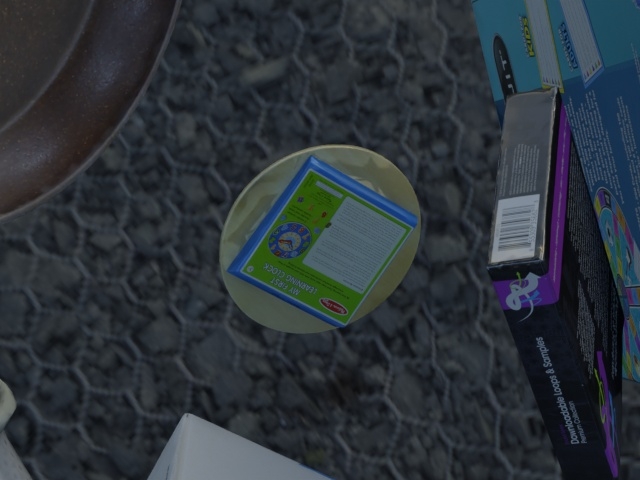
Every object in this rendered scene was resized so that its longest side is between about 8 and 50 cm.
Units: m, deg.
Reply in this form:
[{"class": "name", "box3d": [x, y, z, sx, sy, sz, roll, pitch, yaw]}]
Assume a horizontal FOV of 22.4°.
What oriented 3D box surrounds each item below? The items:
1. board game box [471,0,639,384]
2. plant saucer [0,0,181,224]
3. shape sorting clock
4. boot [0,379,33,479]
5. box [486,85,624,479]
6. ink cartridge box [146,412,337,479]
[{"class": "board game box", "box3d": [0.188, -0.047, 0.928, 0.079, 0.336, 0.254, -14, 93, -7]}, {"class": "plant saucer", "box3d": [-0.103, -0.084, 0.435, 0.029, 0.168, 0.168, 18, 69, 37]}, {"class": "shape sorting clock", "box3d": [0.000, 0.000, 1.575, 0.206, 0.206, 0.040, -35, 34, -5]}, {"class": "boot", "box3d": [-0.091, 0.020, 0.283, 0.258, 0.095, 0.123, 33, 101, -13]}, {"class": "box", "box3d": [0.114, 0.026, 0.760, 0.029, 0.162, 0.116, -9, 42, 20]}, {"class": "ink cartridge box", "box3d": [-0.060, 0.262, 0.953, 0.171, 0.168, 0.233, 25, 109, -10]}]
